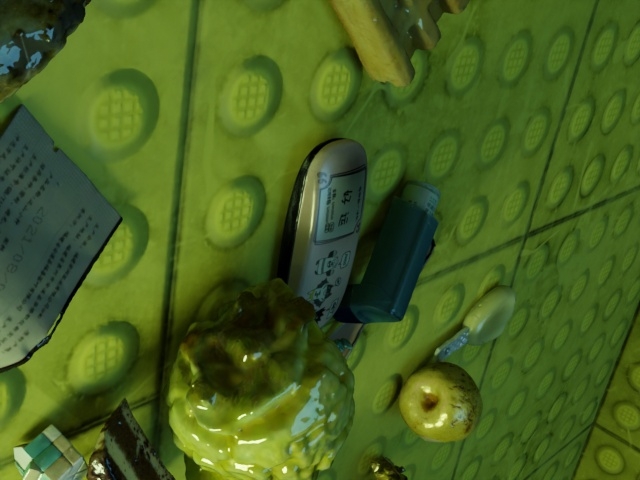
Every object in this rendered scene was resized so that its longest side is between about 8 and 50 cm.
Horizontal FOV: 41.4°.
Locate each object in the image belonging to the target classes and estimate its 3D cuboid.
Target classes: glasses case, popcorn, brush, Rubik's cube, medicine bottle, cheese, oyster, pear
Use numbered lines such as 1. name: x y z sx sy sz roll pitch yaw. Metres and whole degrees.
1. glasses case: 0.000 0.000 1.237 0.122 0.075 0.314 -20 129 -47
2. popcorn: -0.085 0.194 1.119 0.293 0.293 0.237 -49 142 -16
3. brush: 0.091 0.113 1.450 0.313 0.072 0.067 -52 159 -10
4. Rubik's cube: -0.328 0.277 1.023 0.073 0.075 0.084 -42 143 -29
5. medicine bottle: 0.113 0.024 1.385 0.079 0.124 0.258 38 71 -48
6. cheese: 0.326 0.193 1.819 0.255 0.050 0.127 -30 137 -34
7. oyster: -0.291 -0.190 0.741 0.345 0.078 0.129 -45 135 -16
8. pear: 0.247 0.331 1.715 0.178 0.178 0.178 -31 136 -35

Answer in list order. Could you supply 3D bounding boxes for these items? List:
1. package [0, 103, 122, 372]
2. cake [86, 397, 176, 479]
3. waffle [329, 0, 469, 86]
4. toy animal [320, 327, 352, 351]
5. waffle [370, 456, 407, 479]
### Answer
1. package: -0.322 0.019 0.858 0.251 0.062 0.204 -53 146 -18
2. cake: -0.274 0.328 1.101 0.112 0.135 0.246 -80 155 -52
3. waffle: 0.130 -0.410 1.105 0.348 0.077 0.304 -53 144 -11
4. toy animal: -0.034 0.227 1.357 0.103 0.100 0.208 19 108 -33
5. waffle: 0.193 0.536 1.733 0.051 0.231 0.228 -45 122 1
